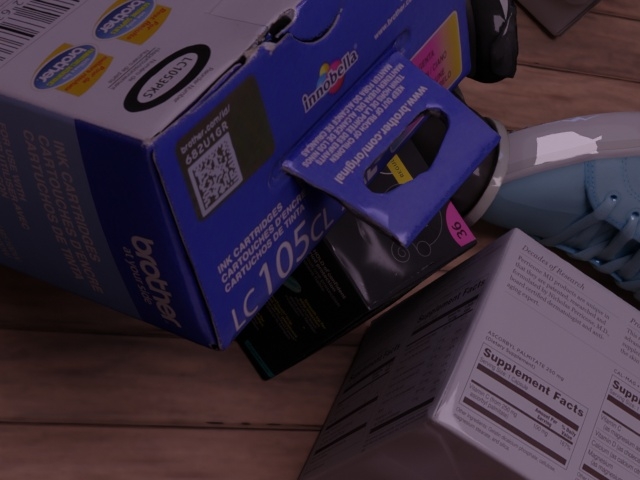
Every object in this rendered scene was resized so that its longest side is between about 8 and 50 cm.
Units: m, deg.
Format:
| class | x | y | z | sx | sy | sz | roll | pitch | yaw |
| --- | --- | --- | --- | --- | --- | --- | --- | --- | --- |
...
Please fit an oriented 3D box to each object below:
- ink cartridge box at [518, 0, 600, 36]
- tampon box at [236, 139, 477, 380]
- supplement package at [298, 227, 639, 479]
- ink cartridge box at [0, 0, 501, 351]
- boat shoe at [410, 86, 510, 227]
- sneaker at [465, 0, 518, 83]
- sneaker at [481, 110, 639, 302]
| class | x | y | z | sx | sy | sz | roll | pitch | yaw |
| --- | --- | --- | --- | --- | --- | --- | --- | --- | --- |
| ink cartridge box | 0.238 | -0.349 | 1.225 | 0.198 | 0.197 | 0.270 | 43 | 57 | -4 |
| tampon box | 0.000 | 0.000 | 0.975 | 0.101 | 0.161 | 0.120 | -30 | 85 | -33 |
| supplement package | 0.155 | 0.146 | 0.965 | 0.262 | 0.204 | 0.145 | 33 | 60 | -11 |
| ink cartridge box | -0.097 | -0.108 | 0.848 | 0.395 | 0.151 | 0.270 | 18 | 50 | 33 |
| boat shoe | 0.069 | -0.075 | 1.033 | 0.069 | 0.081 | 0.228 | 30 | 14 | -19 |
| sneaker | 0.048 | -0.183 | 1.074 | 0.108 | 0.100 | 0.271 | -25 | 43 | -21 |
| sneaker | 0.273 | 0.002 | 1.131 | 0.366 | 0.135 | 0.150 | 6 | 63 | -24 |
